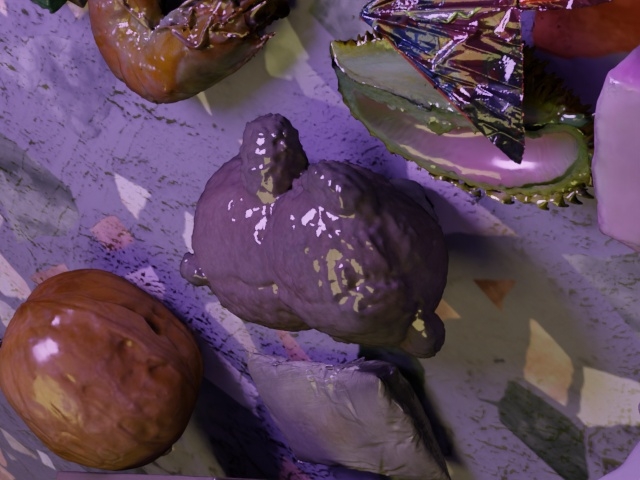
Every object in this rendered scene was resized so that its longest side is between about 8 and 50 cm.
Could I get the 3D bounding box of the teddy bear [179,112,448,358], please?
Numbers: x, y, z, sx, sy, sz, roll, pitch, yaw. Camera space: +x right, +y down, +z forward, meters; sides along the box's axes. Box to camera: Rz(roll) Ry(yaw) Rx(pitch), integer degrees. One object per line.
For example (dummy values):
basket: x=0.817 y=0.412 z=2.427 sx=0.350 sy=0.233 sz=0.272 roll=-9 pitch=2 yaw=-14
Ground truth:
teddy bear: x=-0.001 y=0.001 z=1.409 sx=0.267 sy=0.151 sz=0.236 roll=-3 pitch=125 yaw=51

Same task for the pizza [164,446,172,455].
pizza: x=-0.295 y=0.207 z=1.977 sx=0.201 sy=0.053 sz=0.193 roll=23 pitch=179 yaw=36

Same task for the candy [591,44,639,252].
candy: x=0.311 y=-0.038 z=1.047 sx=0.265 sy=0.116 sz=0.155 roll=23 pitch=138 yaw=30

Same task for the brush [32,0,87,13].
brush: x=-0.332 y=-0.292 z=1.574 sx=0.282 sy=0.048 sz=0.054 roll=34 pitch=143 yaw=22

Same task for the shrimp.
shrimp: x=-0.112 y=-0.193 z=1.417 sx=0.267 sy=0.061 sz=0.145 roll=-5 pitch=112 yaw=54

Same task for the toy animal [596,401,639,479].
toy animal: x=0.367 y=0.266 z=1.241 sx=0.241 sy=0.196 sz=0.368 roll=-8 pitch=117 yaw=51

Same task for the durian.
durian: x=0.122 y=-0.099 z=1.218 sx=0.220 sy=0.095 sz=0.137 roll=24 pitch=158 yaw=30

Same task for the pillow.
pillow: x=0.023 y=0.173 z=1.667 sx=0.229 sy=0.050 sz=0.148 roll=3 pitch=123 yaw=51

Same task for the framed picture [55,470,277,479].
framed picture: x=-0.105 y=0.263 z=1.789 sx=0.315 sy=0.232 sz=0.024 roll=-10 pitch=75 yaw=51

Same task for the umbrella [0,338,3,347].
umbrella: x=-0.382 y=0.146 z=2.134 sx=0.122 sy=0.013 sz=0.022 roll=29 pitch=156 yaw=24

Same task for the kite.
kite: x=0.106 y=-0.165 z=1.131 sx=0.189 sy=0.009 sz=0.232 roll=1 pitch=102 yaw=31

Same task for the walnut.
walnut: x=-0.232 y=0.135 z=1.775 sx=0.221 sy=0.195 sz=0.195 roll=44 pitch=150 yaw=-18
